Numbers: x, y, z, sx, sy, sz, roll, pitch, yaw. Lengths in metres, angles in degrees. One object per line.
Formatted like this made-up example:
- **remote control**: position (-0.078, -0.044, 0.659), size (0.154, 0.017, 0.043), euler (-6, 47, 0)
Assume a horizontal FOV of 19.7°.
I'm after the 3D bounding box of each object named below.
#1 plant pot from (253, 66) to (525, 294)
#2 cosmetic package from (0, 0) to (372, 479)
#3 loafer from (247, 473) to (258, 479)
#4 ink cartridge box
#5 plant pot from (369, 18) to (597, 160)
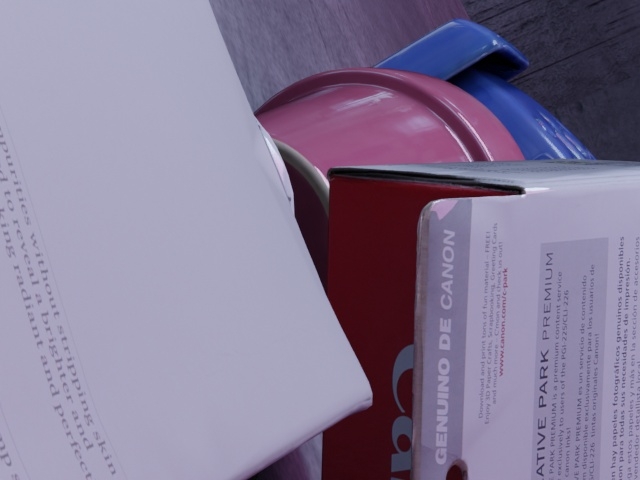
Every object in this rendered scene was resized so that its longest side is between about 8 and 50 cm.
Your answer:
- **plant pot**: position (0.000, 0.000, 1.042), size (0.180, 0.201, 0.201), euler (-7, 74, -61)
- **cosmetic package**: position (-0.122, 0.004, 0.580), size (0.385, 0.156, 0.217), euler (-1, 69, -78)
- **loafer**: position (-0.068, 0.058, 0.938), size (0.050, 0.056, 0.148), euler (-60, 136, -75)
- **ink cartridge box**: position (0.088, 0.116, 0.927), size (0.272, 0.130, 0.309), euler (-4, 98, -47)
- **plant pot**: position (0.088, -0.025, 1.339), size (0.212, 0.236, 0.236), euler (61, 12, 4)
